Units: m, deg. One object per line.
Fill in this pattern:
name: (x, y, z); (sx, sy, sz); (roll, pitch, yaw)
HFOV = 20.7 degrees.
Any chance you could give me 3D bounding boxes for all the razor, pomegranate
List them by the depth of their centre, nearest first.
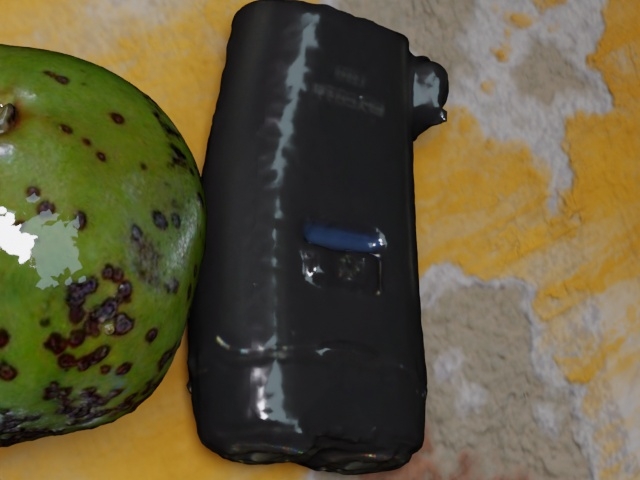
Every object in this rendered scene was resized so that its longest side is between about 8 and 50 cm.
pomegranate: (-0.190, 0.010, 1.025); (0.254, 0.270, 0.254); (3, 59, -5)
razor: (-0.002, -0.001, 1.245); (0.189, 0.107, 0.327); (13, 73, -35)
